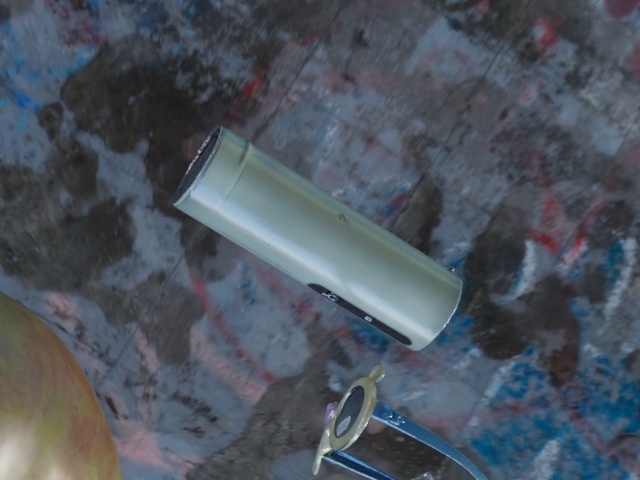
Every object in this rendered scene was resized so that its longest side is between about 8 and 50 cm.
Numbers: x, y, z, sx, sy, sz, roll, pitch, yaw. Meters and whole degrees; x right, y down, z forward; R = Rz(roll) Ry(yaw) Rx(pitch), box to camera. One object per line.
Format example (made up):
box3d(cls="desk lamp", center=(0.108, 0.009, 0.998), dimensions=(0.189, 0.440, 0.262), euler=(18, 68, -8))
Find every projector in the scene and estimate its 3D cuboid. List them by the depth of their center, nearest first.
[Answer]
box3d(cls="projector", center=(0.000, 0.000, 1.260), dimensions=(0.337, 0.108, 0.108), euler=(32, 76, -15))

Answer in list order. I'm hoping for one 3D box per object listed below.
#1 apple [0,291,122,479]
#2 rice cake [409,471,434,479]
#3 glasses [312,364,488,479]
box3d(cls="apple", center=(-0.219, 0.123, 0.480), dimensions=(0.257, 0.234, 0.257), euler=(-10, 107, -37))
box3d(cls="rice cake", center=(0.126, 0.405, 1.288), dimensions=(0.049, 0.055, 0.270), euler=(7, 63, -27))
box3d(cls="glasses", center=(0.084, 0.253, 1.164), dimensions=(0.220, 0.189, 0.088), euler=(44, 62, 6))
